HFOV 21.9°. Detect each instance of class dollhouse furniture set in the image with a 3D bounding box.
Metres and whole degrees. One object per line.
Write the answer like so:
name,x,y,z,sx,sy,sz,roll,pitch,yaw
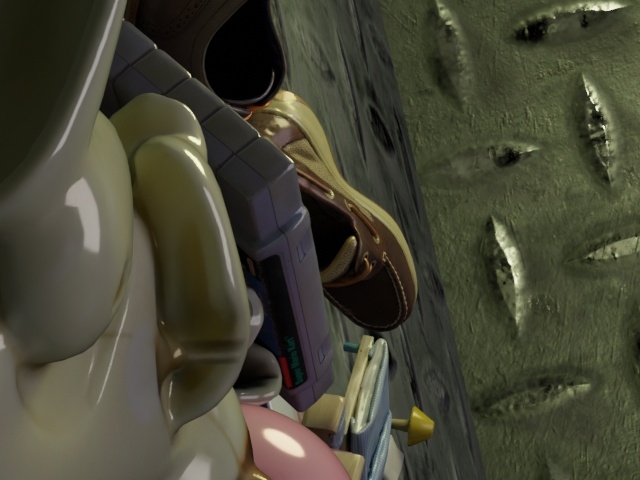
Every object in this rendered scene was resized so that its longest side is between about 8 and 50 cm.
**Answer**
dollhouse furniture set,0.093,0.223,1.641,0.286,0.198,0.303,90,14,-46

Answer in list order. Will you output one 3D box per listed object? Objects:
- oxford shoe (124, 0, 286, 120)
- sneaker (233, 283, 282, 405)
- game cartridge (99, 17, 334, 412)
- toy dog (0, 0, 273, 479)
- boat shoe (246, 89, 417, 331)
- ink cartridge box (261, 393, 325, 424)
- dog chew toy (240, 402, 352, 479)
oxford shoe,-0.107,-0.123,1.374,0.132,0.130,0.364,38,-28,17
sneaker,-0.123,0.038,1.173,0.330,0.146,0.122,54,27,-57
game cartridge,-0.091,-0.012,1.304,0.230,0.068,0.355,45,-17,26
toy dog,-0.149,0.081,0.795,0.408,0.284,0.395,60,19,-59
boat shoe,0.000,0.000,1.710,0.123,0.123,0.342,-85,153,-44
ink cartridge box,-0.060,0.088,1.745,0.330,0.071,0.324,-32,107,-77
dog chew toy,-0.059,0.239,1.253,0.332,0.206,0.207,64,14,-73
